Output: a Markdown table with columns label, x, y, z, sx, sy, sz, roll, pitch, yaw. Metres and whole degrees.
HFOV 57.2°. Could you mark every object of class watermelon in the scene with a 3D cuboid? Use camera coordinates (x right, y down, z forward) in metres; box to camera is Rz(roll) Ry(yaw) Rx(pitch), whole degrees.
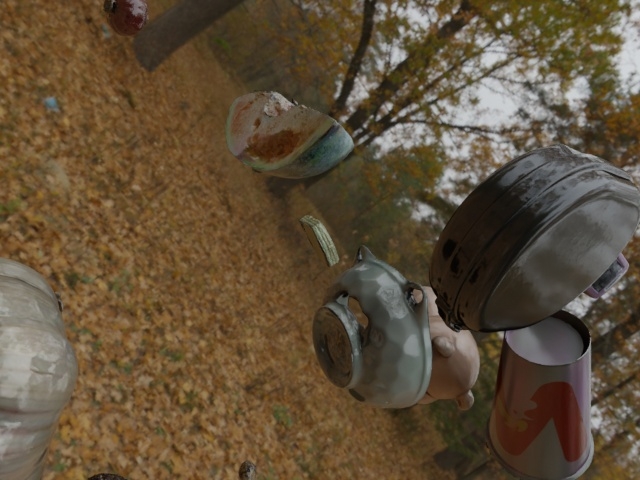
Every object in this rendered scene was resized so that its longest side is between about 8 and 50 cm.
| label | x | y | z | sx | sy | sz | roll | pitch | yaw |
| --- | --- | --- | --- | --- | --- | --- | --- | --- | --- |
| watermelon | -0.067 | -0.198 | 1.275 | 0.188 | 0.175 | 0.322 | 36 | 1 | -44 |

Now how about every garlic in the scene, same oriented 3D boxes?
| label | x | y | z | sx | sy | sz | roll | pitch | yaw |
| --- | --- | --- | --- | --- | --- | --- | --- | --- | --- |
| garlic | -0.420 | 0.175 | 0.698 | 0.322 | 0.241 | 0.322 | -178 | -90 | -67 |

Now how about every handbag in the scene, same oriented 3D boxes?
| label | x | y | z | sx | sy | sz | roll | pitch | yaw |
| --- | --- | --- | --- | --- | --- | --- | --- | --- | --- |
| handbag | 0.254 | 0.007 | 0.703 | 0.308 | 0.253 | 0.093 | 5 | 37 | -46 |

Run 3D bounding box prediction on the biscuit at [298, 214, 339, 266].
| label | x | y | z | sx | sy | sz | roll | pitch | yaw |
| --- | --- | --- | --- | --- | --- | --- | --- | --- | --- |
| biscuit | 0.000 | 0.000 | 1.788 | 0.150 | 0.052 | 0.252 | 62 | -5 | -10 |

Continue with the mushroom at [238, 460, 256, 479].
| label | x | y | z | sx | sy | sz | roll | pitch | yaw |
| --- | --- | --- | --- | --- | --- | --- | --- | --- | --- |
| mushroom | -0.172 | 0.652 | 1.424 | 0.227 | 0.148 | 0.217 | -73 | 153 | -77 |

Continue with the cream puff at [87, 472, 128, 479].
| label | x | y | z | sx | sy | sz | roll | pitch | yaw |
| --- | --- | --- | --- | --- | --- | --- | --- | --- | --- |
| cream puff | -0.515 | 0.644 | 1.344 | 0.239 | 0.239 | 0.165 | 54 | 3 | -37 |

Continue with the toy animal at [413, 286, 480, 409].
| label | x | y | z | sx | sy | sz | roll | pitch | yaw |
| --- | --- | --- | --- | --- | --- | --- | --- | --- | --- |
| toy animal | 0.236 | 0.223 | 1.257 | 0.230 | 0.221 | 0.210 | -5 | -52 | 39 |

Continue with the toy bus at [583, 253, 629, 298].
| label | x | y | z | sx | sy | sz | roll | pitch | yaw |
| --- | --- | --- | --- | --- | --- | --- | --- | --- | --- |
| toy bus | 0.419 | 0.018 | 0.999 | 0.108 | 0.096 | 0.199 | 42 | 4 | -15 |

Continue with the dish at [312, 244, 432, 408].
| label | x | y | z | sx | sy | sz | roll | pitch | yaw |
| --- | --- | --- | --- | --- | --- | --- | --- | --- | --- |
| dish | 0.069 | 0.173 | 1.042 | 0.303 | 0.120 | 0.303 | 31 | -54 | 55 |

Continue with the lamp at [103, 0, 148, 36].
| label | x | y | z | sx | sy | sz | roll | pitch | yaw |
| --- | --- | --- | --- | --- | --- | --- | --- | --- | --- |
| lamp | -0.404 | -0.476 | 1.219 | 0.090 | 0.101 | 0.101 | 7 | 42 | -52 |

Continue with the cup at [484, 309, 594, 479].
| label | x | y | z | sx | sy | sz | roll | pitch | yaw |
| --- | --- | --- | --- | --- | --- | --- | --- | --- | --- |
| cup | 0.390 | 0.266 | 1.037 | 0.203 | 0.203 | 0.288 | -122 | -163 | -52 |
